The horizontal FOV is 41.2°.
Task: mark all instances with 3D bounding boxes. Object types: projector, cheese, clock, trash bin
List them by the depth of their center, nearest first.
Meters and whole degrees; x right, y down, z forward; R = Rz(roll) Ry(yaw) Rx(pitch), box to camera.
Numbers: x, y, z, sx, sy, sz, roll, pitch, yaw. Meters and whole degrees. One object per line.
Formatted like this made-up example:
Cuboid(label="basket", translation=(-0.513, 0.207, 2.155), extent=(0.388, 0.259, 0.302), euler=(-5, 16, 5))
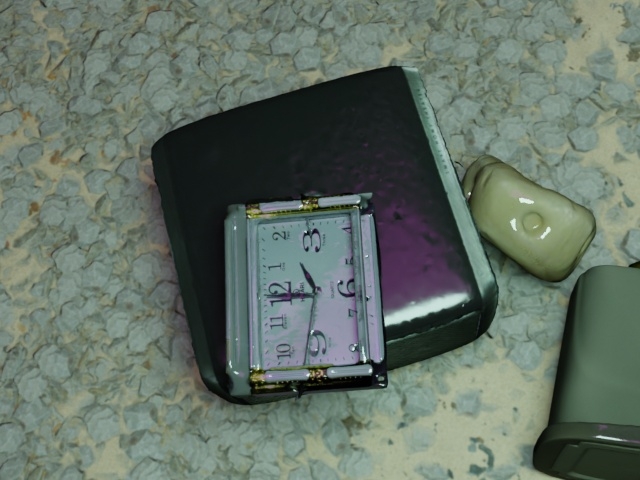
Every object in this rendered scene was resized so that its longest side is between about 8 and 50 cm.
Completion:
Cuboid(label="clock", translation=(-0.018, 0.069, 1.029), extent=(0.186, 0.083, 0.253), euler=(-4, 71, 7))
Cuboid(label="trash bin", translation=(0.410, 0.184, 1.132), extent=(0.219, 0.220, 0.250), euler=(10, 63, 9))
Cuboid(label="projector", translation=(0.000, 0.000, 1.223), extent=(0.405, 0.242, 0.395), euler=(-17, 71, 1))
Cuboid(label="cheese", translation=(0.289, -0.032, 1.225), extent=(0.117, 0.235, 0.218), euler=(-55, 47, 6))

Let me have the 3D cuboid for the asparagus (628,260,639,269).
Cuboid(label="asparagus", translation=(0.623, 0.022, 1.236), extent=(0.343, 0.082, 0.085), euler=(-13, 32, 0))
